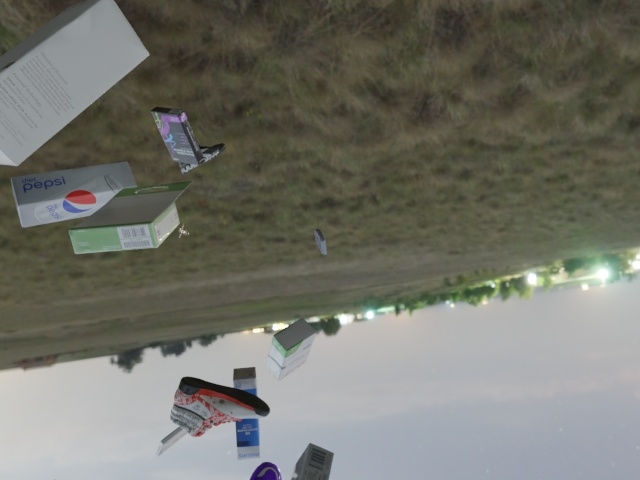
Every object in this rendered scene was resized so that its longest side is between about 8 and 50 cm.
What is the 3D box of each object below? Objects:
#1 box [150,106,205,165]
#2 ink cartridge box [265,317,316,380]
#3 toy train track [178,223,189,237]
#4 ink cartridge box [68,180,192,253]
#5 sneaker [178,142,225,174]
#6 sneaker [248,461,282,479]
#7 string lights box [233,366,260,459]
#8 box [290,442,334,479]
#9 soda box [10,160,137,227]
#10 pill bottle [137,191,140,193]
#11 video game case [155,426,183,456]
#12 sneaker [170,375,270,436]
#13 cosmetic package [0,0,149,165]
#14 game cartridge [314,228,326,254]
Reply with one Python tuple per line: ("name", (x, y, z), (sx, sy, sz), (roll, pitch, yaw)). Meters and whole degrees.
("box", (-0.388, -0.283, 1.665), (0.116, 0.162, 0.029), (13, -133, 36))
("ink cartridge box", (-0.120, 0.432, 2.424), (0.160, 0.092, 0.219), (-27, 150, -37))
("toy train track", (-0.441, -0.027, 1.987), (0.014, 0.048, 0.083), (13, 173, 9))
("ink cartridge box", (-0.364, -0.050, 1.221), (0.171, 0.056, 0.235), (-5, -158, 11))
("sneaker", (-0.534, -0.387, 2.697), (0.235, 0.106, 0.078), (-26, -168, 12))
("sneaker", (-0.156, 0.710, 1.558), (0.102, 0.293, 0.146), (22, 150, -5))
("string lights box", (-0.237, 0.554, 1.974), (0.077, 0.259, 0.133), (-3, -176, -7))
("box", (-0.030, 0.604, 1.531), (0.072, 0.126, 0.137), (23, 129, -3))
("soda box", (-0.623, -0.121, 1.562), (0.287, 0.098, 0.091), (-12, 149, -27))
("pill bottle", (-0.713, -0.127, 2.315), (0.221, 0.121, 0.121), (27, 162, -15))
("video game case", (-0.563, 0.768, 2.441), (0.201, 0.023, 0.183), (-34, 165, -36))
("sneaker", (-0.290, 0.493, 1.739), (0.270, 0.144, 0.090), (20, -173, -9))
("cosmetic package", (-0.574, -0.334, 1.274), (0.217, 0.385, 0.156), (8, 142, 43))
("game cartridge", (0.000, 0.000, 1.832), (0.017, 0.055, 0.083), (-16, -150, -8))
